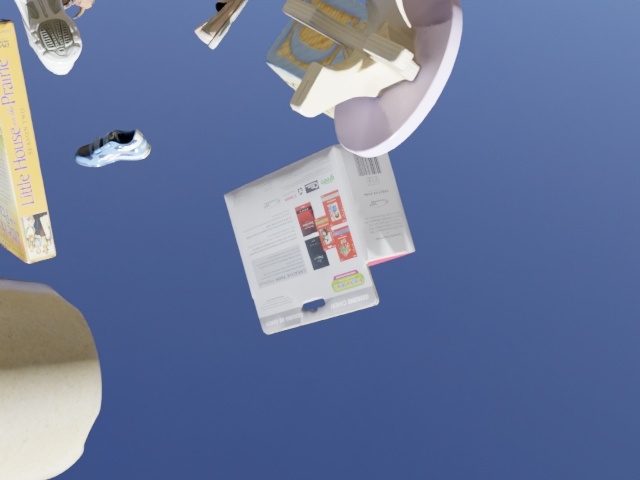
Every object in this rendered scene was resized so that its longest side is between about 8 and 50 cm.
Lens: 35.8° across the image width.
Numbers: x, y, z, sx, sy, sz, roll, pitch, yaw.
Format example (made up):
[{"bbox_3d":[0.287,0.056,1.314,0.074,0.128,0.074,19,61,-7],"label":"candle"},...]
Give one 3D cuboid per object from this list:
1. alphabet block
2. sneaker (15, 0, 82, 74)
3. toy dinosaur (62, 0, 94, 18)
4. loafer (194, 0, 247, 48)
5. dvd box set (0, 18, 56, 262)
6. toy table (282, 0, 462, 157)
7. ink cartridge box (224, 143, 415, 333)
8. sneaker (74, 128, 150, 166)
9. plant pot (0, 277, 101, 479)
[{"bbox_3d":[0.043,-0.363,1.997,0.192,0.193,0.197,36,180,37],"label":"alphabet block"},{"bbox_3d":[-0.455,-0.371,1.601,0.090,0.115,0.232,-13,-101,-21],"label":"sneaker"},{"bbox_3d":[-0.612,-0.567,2.075,0.295,0.201,0.127,0,-155,-20],"label":"toy dinosaur"},{"bbox_3d":[-0.141,-0.332,1.438,0.039,0.045,0.125,34,-125,-12],"label":"loafer"},{"bbox_3d":[-0.593,-0.194,1.808,0.062,0.421,0.307,-16,-159,-30],"label":"dvd box set"},{"bbox_3d":[0.072,-0.267,1.401,0.252,0.274,0.160,20,180,42],"label":"toy table"},{"bbox_3d":[0.000,0.000,1.738,0.130,0.309,0.272,-12,-95,-44],"label":"ink cartridge box"},{"bbox_3d":[-0.395,-0.179,1.858,0.144,0.059,0.053,-11,-126,2],"label":"sneaker"},{"bbox_3d":[-0.402,0.152,0.990,0.333,0.334,0.305,37,-161,29],"label":"plant pot"}]
